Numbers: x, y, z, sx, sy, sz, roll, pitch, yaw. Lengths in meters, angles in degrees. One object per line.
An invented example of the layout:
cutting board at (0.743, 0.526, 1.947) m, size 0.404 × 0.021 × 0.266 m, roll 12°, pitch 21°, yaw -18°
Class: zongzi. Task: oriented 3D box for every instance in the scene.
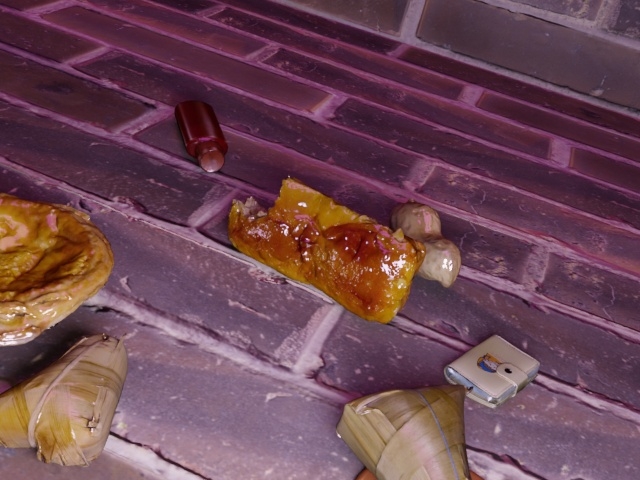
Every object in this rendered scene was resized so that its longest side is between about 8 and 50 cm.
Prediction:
zongzi at (0.176, 0.293, 0.988) m, size 0.256 × 0.115 × 0.228 m, roll 0°, pitch 36°, yaw -39°
zongzi at (-0.364, 0.199, 0.956) m, size 0.197 × 0.099 × 0.194 m, roll 8°, pitch 33°, yaw -2°

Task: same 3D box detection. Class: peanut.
peanut at (0.211, 0.003, 1.479) m, size 0.101 × 0.117 × 0.263 m, roll -15°, pitch 40°, yaw -5°

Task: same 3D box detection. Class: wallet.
wallet at (0.295, 0.223, 1.231) m, size 0.110 × 0.039 × 0.155 m, roll 33°, pitch 36°, yaw 33°

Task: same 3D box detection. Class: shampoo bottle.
shampoo bottle at (-0.280, -0.251, 1.720) m, size 0.102 × 0.064 × 0.260 m, roll 0°, pitch 34°, yaw -22°

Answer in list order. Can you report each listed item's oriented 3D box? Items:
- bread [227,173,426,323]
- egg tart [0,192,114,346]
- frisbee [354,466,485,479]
bread at (0.000, 0.000, 1.328) m, size 0.380 × 0.185 × 0.109 m, roll 26°, pitch 27°, yaw 20°
egg tart at (-0.488, 0.054, 1.101) m, size 0.341 × 0.129 × 0.341 m, roll 10°, pitch 33°, yaw -7°
frisbee at (0.153, 0.378, 0.950) m, size 0.250 × 0.021 × 0.251 m, roll 9°, pitch 32°, yaw -6°
